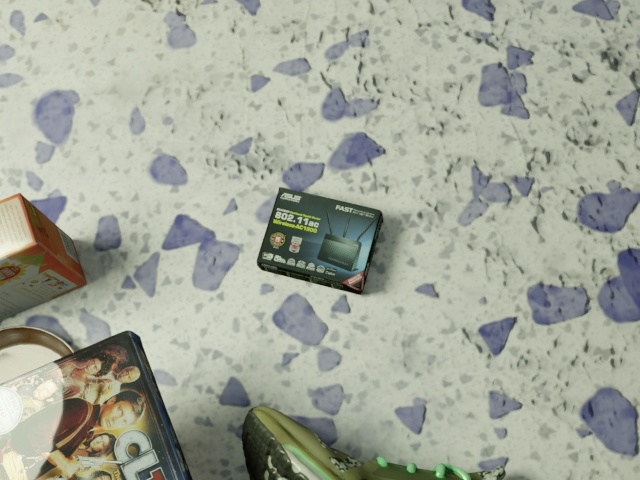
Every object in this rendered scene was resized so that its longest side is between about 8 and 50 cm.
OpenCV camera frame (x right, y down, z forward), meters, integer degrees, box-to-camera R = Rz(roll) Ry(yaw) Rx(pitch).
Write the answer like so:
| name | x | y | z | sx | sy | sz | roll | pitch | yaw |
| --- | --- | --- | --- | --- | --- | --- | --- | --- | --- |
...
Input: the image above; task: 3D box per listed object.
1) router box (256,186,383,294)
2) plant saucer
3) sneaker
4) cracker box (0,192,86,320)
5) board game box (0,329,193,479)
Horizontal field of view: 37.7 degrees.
| name | x | y | z | sx | sy | sz | roll | pitch | yaw |
| --- | --- | --- | --- | --- | --- | --- | --- | --- | --- |
| router box | 0.000 | 0.000 | 1.041 | 0.123 | 0.038 | 0.092 | 13 | 74 | 9 |
| plant saucer | -0.330 | 0.178 | 1.021 | 0.169 | 0.029 | 0.168 | -1 | 72 | 4 |
| sneaker | 0.104 | 0.279 | 0.921 | 0.410 | 0.158 | 0.182 | 34 | 48 | 16 |
| cracker box | -0.389 | 0.044 | 1.001 | 0.232 | 0.155 | 0.067 | -23 | 72 | -3 |
| board game box | -0.204 | 0.224 | 0.852 | 0.165 | 0.042 | 0.243 | -24 | 72 | -3 |
